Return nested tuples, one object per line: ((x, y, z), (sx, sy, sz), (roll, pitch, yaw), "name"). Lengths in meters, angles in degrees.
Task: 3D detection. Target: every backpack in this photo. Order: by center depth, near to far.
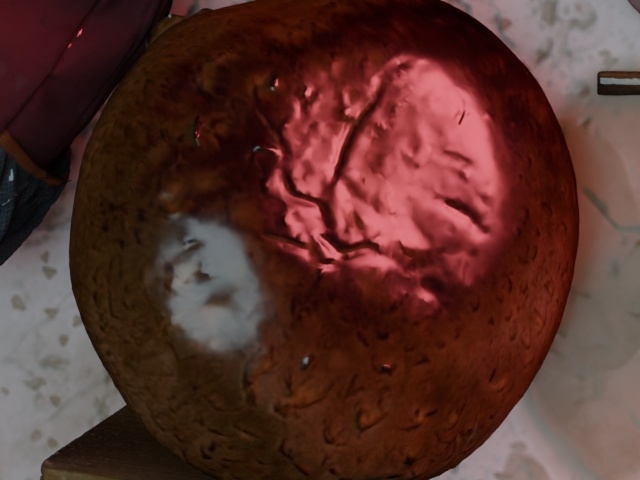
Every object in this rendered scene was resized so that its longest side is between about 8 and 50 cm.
((-0.247, -0.163, 1.069), (0.283, 0.197, 0.317), (43, 99, 9), "backpack")

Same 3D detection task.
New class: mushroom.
((0.012, -0.002, 0.949), (0.345, 0.239, 0.345), (1, 82, -6), "mushroom")

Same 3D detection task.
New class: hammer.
((0.276, -0.102, 1.027), (0.182, 0.017, 0.062), (1, 95, 16), "hammer")

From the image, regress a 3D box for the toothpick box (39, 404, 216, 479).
((-0.084, 0.286, 1.080), (0.190, 0.187, 0.308), (7, 101, 13), "toothpick box")

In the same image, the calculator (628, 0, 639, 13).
((0.269, -0.215, 1.009), (0.100, 0.032, 0.175), (40, 103, 8), "calculator")
